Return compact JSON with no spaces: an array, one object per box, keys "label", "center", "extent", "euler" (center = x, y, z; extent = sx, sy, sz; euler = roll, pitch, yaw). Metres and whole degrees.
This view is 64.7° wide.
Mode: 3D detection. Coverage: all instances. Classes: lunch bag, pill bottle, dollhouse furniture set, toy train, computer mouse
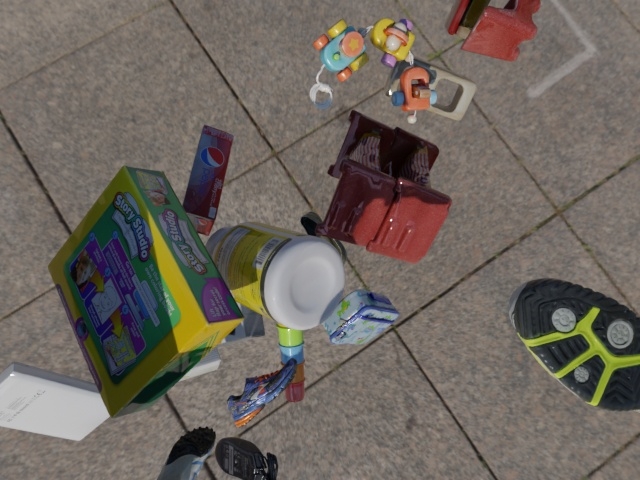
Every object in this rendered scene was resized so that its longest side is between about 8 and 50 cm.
[{"label":"lunch bag","center":[0.119,0.225,1.473],"extent":[0.176,0.219,0.090],"euler":[-43,57,18]},{"label":"pill bottle","center":[-0.118,0.060,1.100],"extent":[0.187,0.333,0.188],"euler":[-9,105,-37]},{"label":"dollhouse furniture set","center":[0.130,-0.182,0.667],"extent":[0.152,0.201,0.374],"euler":[19,120,-5]},{"label":"toy train","center":[0.072,-0.206,0.613],"extent":[0.166,0.046,0.125],"euler":[-4,103,-17]},{"label":"computer mouse","center":[-0.225,0.710,1.607],"extent":[0.272,0.072,0.189],"euler":[12,101,37]}]

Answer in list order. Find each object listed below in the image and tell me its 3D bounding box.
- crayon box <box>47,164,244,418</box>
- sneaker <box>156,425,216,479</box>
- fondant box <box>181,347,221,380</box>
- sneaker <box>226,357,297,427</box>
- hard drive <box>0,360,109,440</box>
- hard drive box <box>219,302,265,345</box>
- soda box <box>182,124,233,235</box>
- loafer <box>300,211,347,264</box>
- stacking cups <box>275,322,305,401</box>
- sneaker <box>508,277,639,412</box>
[{"label":"crayon box","center":[-0.351,0.095,0.974],"extent":[0.313,0.106,0.363],"euler":[-43,67,22]},{"label":"sneaker","center":[-0.310,0.522,1.126],"extent":[0.085,0.086,0.237],"euler":[17,38,12]},{"label":"fondant box","center":[-0.511,0.314,1.743],"extent":[0.238,0.096,0.331],"euler":[-12,60,-28]},{"label":"sneaker","center":[-0.148,0.369,1.269],"extent":[0.221,0.083,0.087],"euler":[-42,82,-2]},{"label":"hard drive","center":[-0.783,0.474,1.460],"extent":[0.233,0.353,0.047],"euler":[-39,45,13]},{"label":"hard drive box","center":[-0.272,0.186,1.495],"extent":[0.181,0.089,0.232],"euler":[-22,71,33]},{"label":"soda box","center":[-0.283,-0.150,1.255],"extent":[0.083,0.092,0.264],"euler":[15,60,-16]},{"label":"loafer","center":[0.000,0.000,1.855],"extent":[0.094,0.087,0.251],"euler":[-46,70,20]},{"label":"stacking cups","center":[-0.083,0.351,1.591],"extent":[0.095,0.096,0.317],"euler":[-7,100,-5]},{"label":"sneaker","center":[0.427,0.179,0.748],"extent":[0.384,0.147,0.145],"euler":[31,87,-9]}]
